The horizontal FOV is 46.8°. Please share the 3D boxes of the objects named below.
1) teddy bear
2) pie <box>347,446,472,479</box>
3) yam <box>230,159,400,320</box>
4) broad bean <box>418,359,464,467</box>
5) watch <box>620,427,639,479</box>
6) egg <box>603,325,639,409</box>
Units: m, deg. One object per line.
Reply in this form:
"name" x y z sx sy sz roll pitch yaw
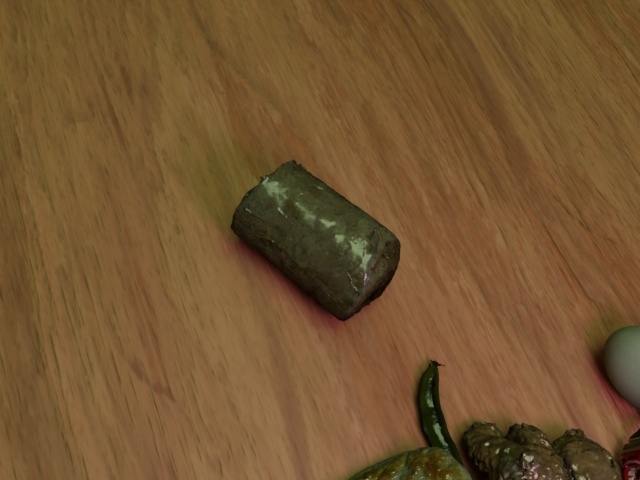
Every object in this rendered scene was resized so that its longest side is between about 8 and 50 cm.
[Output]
"teddy bear" 0.400 0.416 1.277 0.256 0.156 0.267 6 49 -22
"pie" 0.140 0.430 1.204 0.240 0.054 0.240 -7 31 4
"yam" 0.000 0.000 1.391 0.300 0.195 0.195 38 59 9
"broad bean" 0.217 0.324 1.352 0.069 0.039 0.227 6 59 -17
"watch" 0.688 0.415 1.397 0.268 0.102 0.165 -5 69 -26
"egg" 0.639 0.251 1.432 0.192 0.149 0.149 42 60 12
